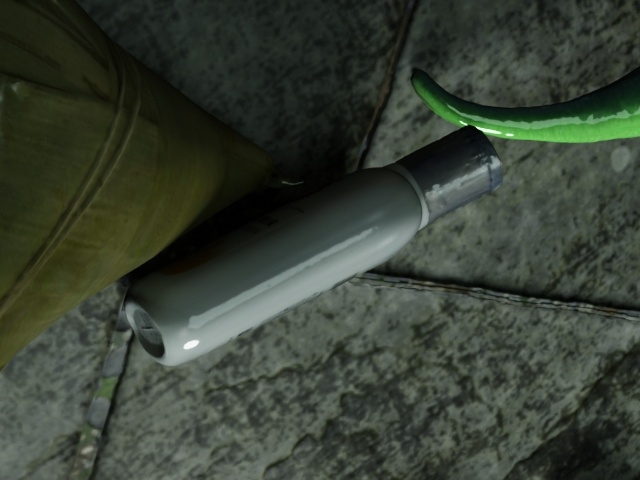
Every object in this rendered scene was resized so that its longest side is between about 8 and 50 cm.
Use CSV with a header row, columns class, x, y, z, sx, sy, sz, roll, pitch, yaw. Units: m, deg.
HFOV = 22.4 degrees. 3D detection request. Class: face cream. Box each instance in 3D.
class,x,y,z,sx,sy,sz,roll,pitch,yaw
face cream,0.000,0.000,1.172,0.291,0.144,0.071,-26,95,-14

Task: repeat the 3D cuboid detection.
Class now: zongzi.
class,x,y,z,sx,sy,sz,roll,pitch,yaw
zongzi,-0.217,0.058,1.014,0.418,0.181,0.447,32,80,-50

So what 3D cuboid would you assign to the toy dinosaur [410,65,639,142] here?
class,x,y,z,sx,sy,sz,roll,pitch,yaw
toy dinosaur,0.351,-0.217,1.237,0.500,0.144,0.374,12,101,-15
